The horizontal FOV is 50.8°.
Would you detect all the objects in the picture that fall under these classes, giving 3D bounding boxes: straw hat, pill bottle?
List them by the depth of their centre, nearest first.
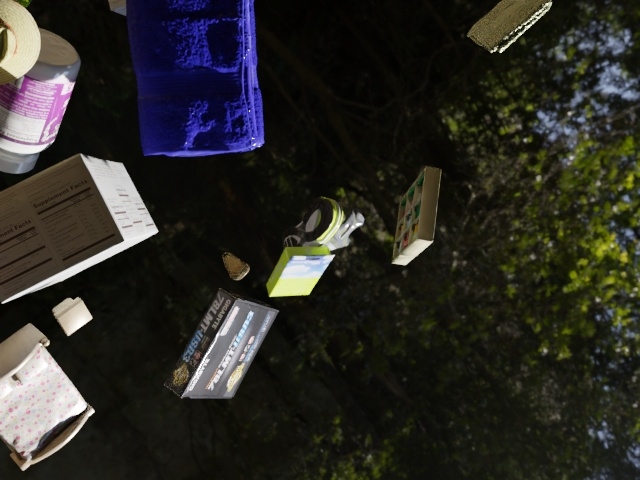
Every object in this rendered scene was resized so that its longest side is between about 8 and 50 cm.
[{"bbox_3d":[-0.501,-0.301,1.035,0.144,0.144,0.061,-33,-144,-11],"label":"straw hat"},{"bbox_3d":[-0.650,-0.300,1.478,0.301,0.169,0.169,-56,-174,31],"label":"pill bottle"}]

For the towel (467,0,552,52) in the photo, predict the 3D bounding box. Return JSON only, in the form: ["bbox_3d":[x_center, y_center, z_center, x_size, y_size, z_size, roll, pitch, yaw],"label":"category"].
[{"bbox_3d":[0.366,-0.432,1.314,0.148,0.027,0.110,-40,-139,6],"label":"towel"}]

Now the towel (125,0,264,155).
[{"bbox_3d":[-0.214,-0.303,1.187,0.227,0.308,0.076,-9,-162,-19],"label":"towel"}]

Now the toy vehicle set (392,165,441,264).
[{"bbox_3d":[0.219,-0.050,1.561,0.035,0.166,0.267,10,166,-3],"label":"toy vehicle set"}]

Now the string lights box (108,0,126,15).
[{"bbox_3d":[-0.362,-0.579,1.281,0.133,0.260,0.077,-14,-172,10],"label":"string lights box"}]

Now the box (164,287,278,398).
[{"bbox_3d":[-0.260,0.290,1.847,0.073,0.293,0.295,28,-93,21],"label":"box"}]

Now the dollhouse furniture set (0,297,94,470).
[{"bbox_3d":[-0.419,0.323,1.025,0.174,0.303,0.355,22,-128,39],"label":"dollhouse furniture set"}]

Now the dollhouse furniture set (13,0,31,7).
[{"bbox_3d":[-0.569,-0.458,1.245,0.151,0.058,0.076,-26,-143,26],"label":"dollhouse furniture set"}]

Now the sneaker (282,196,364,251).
[{"bbox_3d":[0.000,0.000,1.591,0.121,0.111,0.300,5,155,-28],"label":"sneaker"}]

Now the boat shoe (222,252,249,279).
[{"bbox_3d":[-0.291,0.078,2.220,0.068,0.072,0.190,-43,-160,-12],"label":"boat shoe"}]

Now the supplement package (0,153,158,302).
[{"bbox_3d":[-0.405,-0.025,1.079,0.204,0.145,0.262,-27,-176,-2],"label":"supplement package"}]

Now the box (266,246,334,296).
[{"bbox_3d":[-0.049,0.067,1.546,0.109,0.042,0.178,-1,146,-25],"label":"box"}]
